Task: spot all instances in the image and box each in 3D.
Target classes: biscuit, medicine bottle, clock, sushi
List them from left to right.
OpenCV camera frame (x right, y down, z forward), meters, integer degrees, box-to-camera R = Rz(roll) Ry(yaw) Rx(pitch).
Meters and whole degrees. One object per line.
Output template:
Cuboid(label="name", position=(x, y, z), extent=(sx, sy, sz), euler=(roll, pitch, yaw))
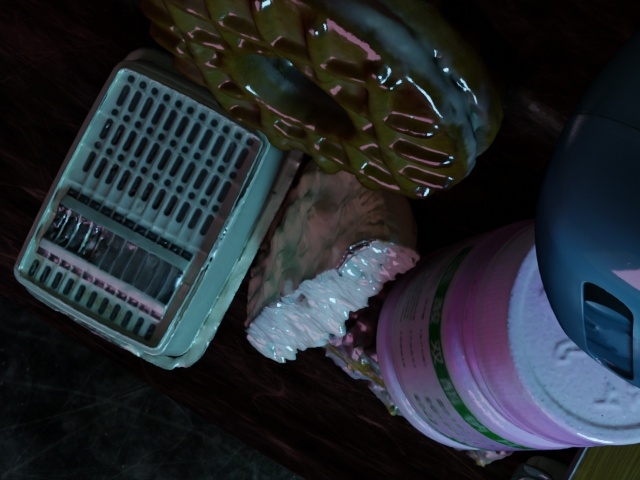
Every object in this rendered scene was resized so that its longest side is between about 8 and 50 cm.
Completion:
Cuboid(label="biscuit", position=(-0.001, -0.153, 1.506), extent=(0.332, 0.103, 0.332), euler=(29, 166, 8))
Cuboid(label="biscuit", position=(0.000, 0.000, 1.840), extent=(0.084, 0.179, 0.281), euler=(12, 146, -26))
Cuboid(label="sushi", position=(0.123, 0.107, 1.958), extent=(0.270, 0.171, 0.236), euler=(34, 170, -6))
Cuboid(label="medicine bottle", position=(0.198, 0.088, 1.679), extent=(0.212, 0.212, 0.325), euler=(35, 165, -12))
Cuboid(label="clock", position=(0.335, 0.355, 2.531), extent=(0.148, 0.060, 0.188), euler=(29, 164, 11))

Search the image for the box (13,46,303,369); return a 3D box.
Cuboid(label="box", position=(-0.165, -0.031, 1.859), extent=(0.220, 0.290, 0.166), euler=(29, -175, 9))

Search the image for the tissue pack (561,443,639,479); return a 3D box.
Cuboid(label="tissue pack", position=(0.331, 0.222, 1.775), extent=(0.159, 0.246, 0.136), euler=(29, 165, 6))

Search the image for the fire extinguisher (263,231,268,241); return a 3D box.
Cuboid(label="fire extinguisher", position=(0.014, 0.017, 2.090), extent=(0.099, 0.071, 0.231), euler=(-23, 131, 37))

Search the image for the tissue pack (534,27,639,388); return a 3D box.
Cuboid(label="tissue pack", position=(0.255, -0.004, 1.293), extent=(0.198, 0.206, 0.287), euler=(28, 163, 17))
